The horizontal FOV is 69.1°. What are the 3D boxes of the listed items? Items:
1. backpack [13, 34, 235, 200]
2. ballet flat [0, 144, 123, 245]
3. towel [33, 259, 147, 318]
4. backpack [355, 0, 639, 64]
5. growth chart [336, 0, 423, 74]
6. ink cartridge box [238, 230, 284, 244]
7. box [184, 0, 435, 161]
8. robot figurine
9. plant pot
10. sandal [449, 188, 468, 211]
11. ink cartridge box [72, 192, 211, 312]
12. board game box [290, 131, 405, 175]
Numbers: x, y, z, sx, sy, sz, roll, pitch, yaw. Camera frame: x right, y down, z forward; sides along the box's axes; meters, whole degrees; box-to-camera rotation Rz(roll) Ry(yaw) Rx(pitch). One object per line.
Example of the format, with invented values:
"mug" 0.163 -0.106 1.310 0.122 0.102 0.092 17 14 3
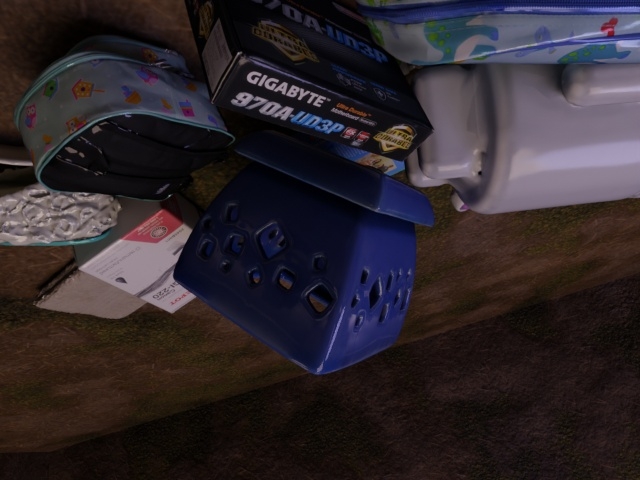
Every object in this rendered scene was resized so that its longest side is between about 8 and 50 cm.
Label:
"backpack" -0.209 -0.123 0.490 0.165 0.145 0.188 -27 177 27
"ballet flat" -0.465 -0.052 0.565 0.408 0.147 0.147 -9 153 -19
"towel" -0.397 0.075 0.903 0.282 0.049 0.187 -30 148 26
"backpack" 0.187 -0.247 0.332 0.355 0.290 0.274 5 127 -22
"growth chart" 0.024 -0.241 0.544 0.171 0.021 0.237 -27 152 20
"ink cartridge box" -0.039 0.002 0.849 0.219 0.093 0.160 -3 173 -23
"box" -0.010 -0.173 0.432 0.220 0.175 0.051 7 142 -39
"robot figurine" 0.272 -0.139 0.519 0.352 0.200 0.300 -6 -176 -2
"plant pot" 0.000 0.000 0.583 0.235 0.235 0.212 8 107 -61
"sandal" 0.439 -0.137 0.833 0.415 0.102 0.169 -26 168 12
"ink cartridge box" -0.257 0.013 0.754 0.158 0.092 0.218 -34 148 4
"board game box" 0.049 -0.137 0.727 0.210 0.047 0.160 -23 153 16
